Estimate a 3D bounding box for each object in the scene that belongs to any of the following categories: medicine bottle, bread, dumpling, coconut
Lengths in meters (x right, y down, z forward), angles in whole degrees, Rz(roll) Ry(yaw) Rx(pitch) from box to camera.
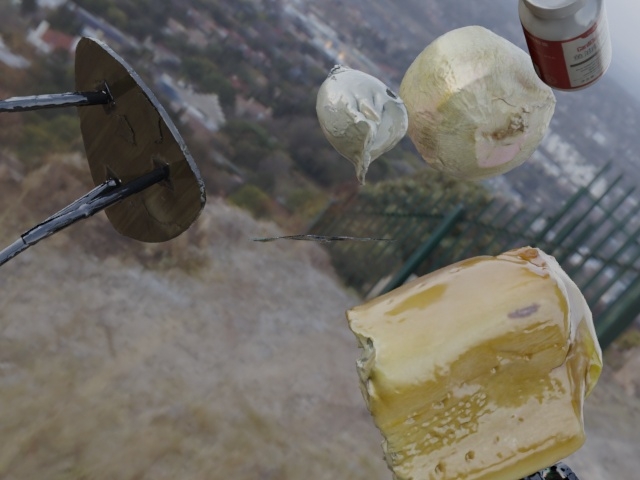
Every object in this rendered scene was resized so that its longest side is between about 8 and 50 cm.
[{"bbox_3d":[0.382,-0.340,1.712,0.131,0.131,0.250,48,0,27],"label":"medicine bottle"},{"bbox_3d":[0.243,0.194,1.704,0.250,0.394,0.361,-126,-167,-61],"label":"bread"},{"bbox_3d":[0.063,-0.176,1.720,0.142,0.172,0.247,-3,33,-5],"label":"dumpling"},{"bbox_3d":[0.315,-0.261,2.185,0.297,0.297,0.254,25,35,-41],"label":"coconut"}]

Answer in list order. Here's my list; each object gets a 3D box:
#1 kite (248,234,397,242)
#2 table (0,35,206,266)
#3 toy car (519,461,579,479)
[{"bbox_3d":[0.000,0.000,2.401,0.335,0.011,0.314,1,-3,10],"label":"kite"},{"bbox_3d":[-0.367,-0.099,1.489,0.249,0.317,0.317,-26,61,-34],"label":"table"},{"bbox_3d":[0.365,0.491,2.091,0.358,0.213,0.176,54,-15,35],"label":"toy car"}]
